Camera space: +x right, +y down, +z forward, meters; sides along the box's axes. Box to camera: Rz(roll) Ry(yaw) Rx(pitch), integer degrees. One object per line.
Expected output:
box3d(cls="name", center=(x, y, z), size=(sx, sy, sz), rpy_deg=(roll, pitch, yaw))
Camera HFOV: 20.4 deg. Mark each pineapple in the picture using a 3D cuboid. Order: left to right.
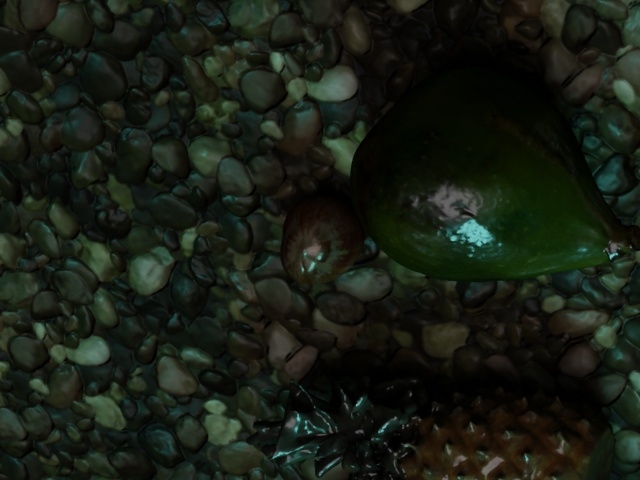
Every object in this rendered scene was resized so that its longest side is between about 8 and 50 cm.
box3d(cls="pineapple", center=(0.094, 0.192, 1.660), size=(0.340, 0.169, 0.169), rpy_deg=(13, 120, 18))

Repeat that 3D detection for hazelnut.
box3d(cls="hazelnut", center=(0.000, 0.000, 1.615), size=(0.086, 0.086, 0.086), rpy_deg=(6, 118, 12))

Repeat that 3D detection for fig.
box3d(cls="fig", center=(0.146, -0.035, 1.485), size=(0.245, 0.195, 0.195), rpy_deg=(35, 121, 8))
